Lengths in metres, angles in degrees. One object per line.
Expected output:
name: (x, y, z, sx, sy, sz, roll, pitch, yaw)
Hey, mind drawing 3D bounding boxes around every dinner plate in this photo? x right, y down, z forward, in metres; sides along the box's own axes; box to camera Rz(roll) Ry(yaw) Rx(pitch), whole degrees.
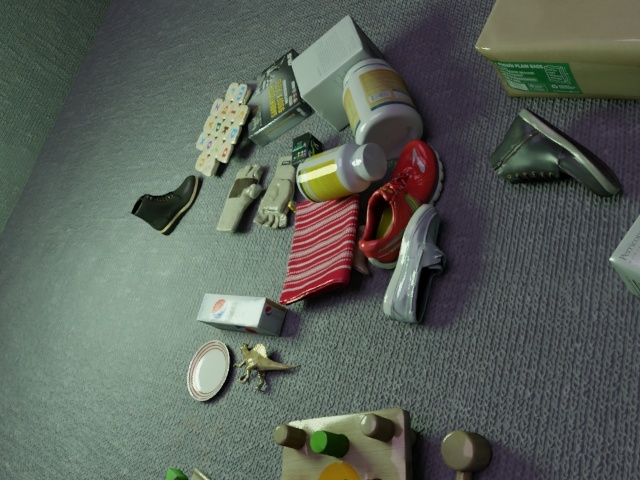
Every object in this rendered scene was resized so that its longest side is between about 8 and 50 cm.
dinner plate: (-0.257, 0.302, 1.342, 0.141, 0.017, 0.141, -22, 52, 31)

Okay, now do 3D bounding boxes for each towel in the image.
towel: (0.000, 0.000, 1.245, 0.199, 0.031, 0.275, -24, 46, 40)

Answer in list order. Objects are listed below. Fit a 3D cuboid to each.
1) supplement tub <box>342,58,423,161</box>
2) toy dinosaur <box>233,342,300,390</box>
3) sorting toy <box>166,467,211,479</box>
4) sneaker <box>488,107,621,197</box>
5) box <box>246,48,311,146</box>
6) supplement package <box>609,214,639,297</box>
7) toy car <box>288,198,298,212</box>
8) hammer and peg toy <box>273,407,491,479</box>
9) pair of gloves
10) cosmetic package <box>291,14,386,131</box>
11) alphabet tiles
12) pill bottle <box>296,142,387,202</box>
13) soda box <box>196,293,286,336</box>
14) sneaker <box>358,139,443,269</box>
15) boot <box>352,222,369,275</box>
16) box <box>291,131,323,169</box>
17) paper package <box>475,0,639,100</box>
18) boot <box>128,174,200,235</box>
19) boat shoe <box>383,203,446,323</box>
supplement tub: (0.128, -0.285, 1.252, 0.144, 0.144, 0.199, -33, 48, 23)
toy dinosaur: (-0.134, 0.266, 1.228, 0.183, 0.053, 0.092, 11, 72, 45)
sorting toy: (-0.252, 0.581, 1.150, 0.348, 0.047, 0.196, 15, 76, 45)
sneaker: (0.392, -0.118, 0.983, 0.118, 0.083, 0.222, -58, 47, 27)
box: (-0.119, -0.396, 1.605, 0.183, 0.056, 0.231, -27, 50, 27)
supplement package: (0.520, 0.045, 0.716, 0.244, 0.134, 0.139, 34, 90, 47)
toy car: (-0.029, -0.120, 1.372, 0.060, 0.040, 0.122, 26, 84, 47)
hammer and peg toy: (0.076, 0.402, 0.904, 0.361, 0.127, 0.266, -18, 55, 34)
pair of gloves: (-0.155, -0.113, 1.481, 0.240, 0.042, 0.204, -7, 58, 37)
cosmetic package: (0.054, -0.395, 1.379, 0.184, 0.151, 0.151, -33, 47, 22)
alphabet tiles: (-0.287, -0.326, 1.696, 0.278, 0.021, 0.284, 30, 96, 57)
pill bottle: (0.044, -0.142, 1.198, 0.184, 0.103, 0.103, -11, 59, 46)
soda box: (-0.181, 0.167, 1.313, 0.216, 0.074, 0.069, -1, 66, 42)
sneaker: (0.154, -0.083, 1.129, 0.107, 0.118, 0.279, 6, 70, 43)
boot: (0.083, 0.013, 1.192, 0.087, 0.042, 0.118, -55, 42, 1)
box: (-0.032, -0.209, 1.411, 0.052, 0.062, 0.083, -18, 55, 32)
paper package: (0.486, -0.405, 0.990, 0.325, 0.168, 0.309, 19, 79, 45)
boot: (-0.448, -0.126, 1.679, 0.077, 0.137, 0.198, 24, 82, 46)
boat shoe: (0.189, 0.045, 1.062, 0.081, 0.079, 0.227, 14, 80, 36)
